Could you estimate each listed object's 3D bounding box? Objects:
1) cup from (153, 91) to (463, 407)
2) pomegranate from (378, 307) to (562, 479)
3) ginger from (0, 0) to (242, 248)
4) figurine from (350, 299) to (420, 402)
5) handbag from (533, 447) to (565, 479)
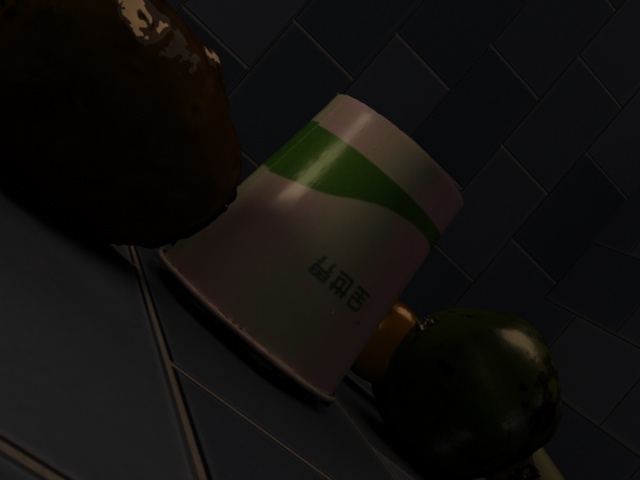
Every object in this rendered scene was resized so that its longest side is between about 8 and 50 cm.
[{"bbox_3d":[0.000,0.000,0.879,0.253,0.274,0.253,41,-2,1],"label":"cup"},{"bbox_3d":[0.211,0.220,1.092,0.270,0.254,0.254,58,2,12],"label":"pomegranate"},{"bbox_3d":[-0.193,-0.124,0.678,0.269,0.200,0.223,41,-2,7],"label":"ginger"},{"bbox_3d":[0.134,0.195,1.337,0.228,0.215,0.215,54,2,16],"label":"figurine"},{"bbox_3d":[0.323,0.321,1.286,0.241,0.109,0.315,50,21,-71],"label":"handbag"}]
